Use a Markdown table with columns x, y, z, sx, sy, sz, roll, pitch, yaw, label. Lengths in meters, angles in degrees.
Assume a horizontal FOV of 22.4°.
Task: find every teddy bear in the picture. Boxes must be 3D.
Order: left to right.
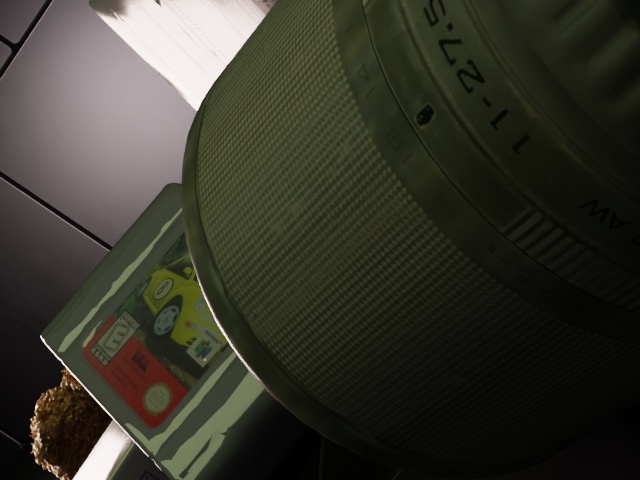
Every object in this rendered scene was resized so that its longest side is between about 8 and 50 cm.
| x | y | z | sx | sy | sz | roll | pitch | yaw | label |
| --- | --- | --- | --- | --- | --- | --- | --- | --- | --- |
| -0.252 | 0.133 | 1.973 | 0.338 | 0.113 | 0.245 | -67 | -14 | 9 | teddy bear |

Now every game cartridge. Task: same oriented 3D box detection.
| x | y | z | sx | sy | sz | roll | pitch | yaw | label |
| --- | --- | --- | --- | --- | --- | --- | --- | --- | --- |
| -0.092 | 0.067 | 1.251 | 0.196 | 0.060 | 0.294 | -47 | 39 | -7 | game cartridge |

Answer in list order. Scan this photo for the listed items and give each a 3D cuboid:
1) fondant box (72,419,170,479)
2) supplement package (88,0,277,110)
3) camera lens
| x | y | z | sx | sy | sz | roll | pitch | yaw | label |
| --- | --- | --- | --- | --- | --- | --- | --- | --- | --- |
| -0.139 | 0.196 | 1.384 | 0.330 | 0.096 | 0.238 | -58 | 9 | -11 | fondant box |
| 0.034 | -0.153 | 0.923 | 0.199 | 0.198 | 0.263 | -51 | 20 | -15 | supplement package |
| 0.087 | -0.047 | 0.617 | 0.274 | 0.219 | 0.219 | -45 | 14 | 51 | camera lens |
